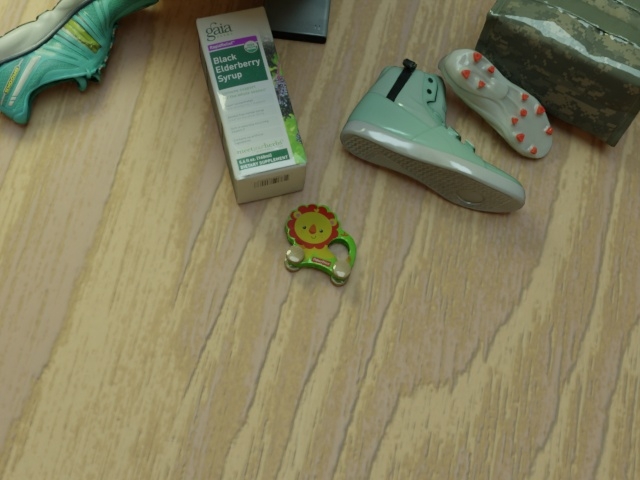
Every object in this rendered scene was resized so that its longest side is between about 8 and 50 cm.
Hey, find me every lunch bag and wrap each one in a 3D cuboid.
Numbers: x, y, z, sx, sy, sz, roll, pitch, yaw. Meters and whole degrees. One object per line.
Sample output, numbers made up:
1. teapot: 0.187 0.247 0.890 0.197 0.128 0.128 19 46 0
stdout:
1. lunch bag: 0.373 -0.312 1.254 0.235 0.169 0.287 29 64 9

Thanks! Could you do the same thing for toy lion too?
1. toy lion: 0.000 0.000 1.189 0.100 0.034 0.096 18 63 2

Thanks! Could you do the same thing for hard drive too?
1. hard drive: -0.032 -0.348 1.310 0.094 0.022 0.135 6 70 -2

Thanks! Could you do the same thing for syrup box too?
1. syrup box: -0.092 -0.178 1.208 0.093 0.096 0.237 -13 73 -8

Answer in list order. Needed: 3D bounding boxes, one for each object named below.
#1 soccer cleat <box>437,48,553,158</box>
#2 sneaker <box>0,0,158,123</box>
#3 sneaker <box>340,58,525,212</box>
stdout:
1. soccer cleat: 0.237 -0.186 1.236 0.196 0.076 0.068 41 84 -21
2. sneaker: -0.325 -0.260 1.235 0.275 0.107 0.110 -37 96 -10
3. sneaker: 0.171 -0.144 1.217 0.255 0.094 0.151 26 68 4
